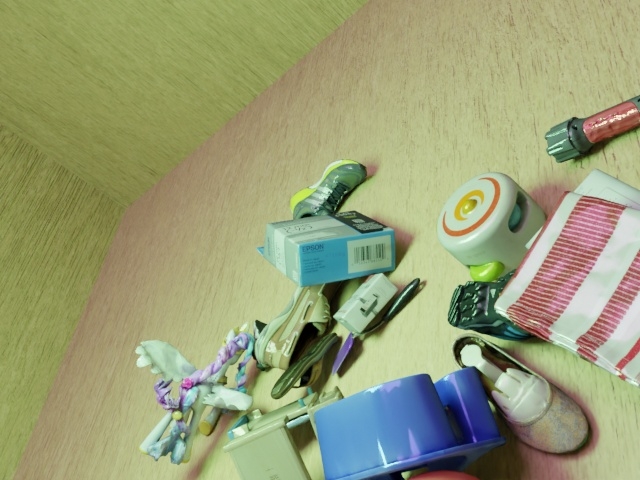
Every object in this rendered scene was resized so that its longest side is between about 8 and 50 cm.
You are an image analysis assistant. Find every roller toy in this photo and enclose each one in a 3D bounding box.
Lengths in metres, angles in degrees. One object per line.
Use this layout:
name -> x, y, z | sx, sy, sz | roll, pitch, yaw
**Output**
roller toy -> 0.336, -0.035, 1.515 | 0.191, 0.146, 0.209 | -45, 27, 14

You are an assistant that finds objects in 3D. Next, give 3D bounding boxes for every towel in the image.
towel -> 0.423, 0.063, 1.080 | 0.329, 0.037, 0.237 | 29, 85, 51

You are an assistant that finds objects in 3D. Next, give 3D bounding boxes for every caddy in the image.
caddy -> 0.141, 0.336, 1.249 | 0.341, 0.241, 0.179 | -36, 62, 46

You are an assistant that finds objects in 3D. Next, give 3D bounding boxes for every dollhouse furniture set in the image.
dollhouse furniture set -> -0.031, 0.442, 1.620 | 0.286, 0.198, 0.303 | -25, 0, 7

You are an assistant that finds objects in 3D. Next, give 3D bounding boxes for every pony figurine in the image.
pony figurine -> -0.309, 0.381, 1.891 | 0.363, 0.302, 0.351 | -60, -10, 11

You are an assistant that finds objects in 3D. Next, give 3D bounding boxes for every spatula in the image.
spatula -> 0.122, 0.189, 1.713 | 0.296, 0.030, 0.084 | -44, 11, 13

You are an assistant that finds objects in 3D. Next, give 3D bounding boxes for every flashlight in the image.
flashlight -> 0.570, -0.229, 1.429 | 0.304, 0.103, 0.103 | -23, 50, 45

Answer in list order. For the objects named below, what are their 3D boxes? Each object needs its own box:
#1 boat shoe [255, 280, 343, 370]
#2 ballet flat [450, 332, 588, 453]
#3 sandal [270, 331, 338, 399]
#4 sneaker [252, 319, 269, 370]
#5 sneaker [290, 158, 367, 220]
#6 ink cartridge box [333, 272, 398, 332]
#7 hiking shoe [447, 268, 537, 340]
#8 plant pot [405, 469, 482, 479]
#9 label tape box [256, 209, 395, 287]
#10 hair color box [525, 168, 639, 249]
boat shoe -> -0.025, 0.193, 1.881 | 0.116, 0.123, 0.324 | 26, 68, 29
ballet flat -> 0.310, 0.244, 1.260 | 0.107, 0.106, 0.316 | -51, 27, -2
sandal -> -0.026, 0.300, 1.762 | 0.219, 0.060, 0.090 | -41, 5, -35
sneaker -> -0.161, 0.281, 2.021 | 0.077, 0.072, 0.178 | -57, 19, 16
sneaker -> 0.027, -0.122, 2.189 | 0.300, 0.111, 0.121 | -39, 39, 36
ink cartridge box -> 0.102, 0.143, 1.721 | 0.135, 0.056, 0.099 | -47, 6, -12
hiking shoe -> 0.354, 0.113, 1.285 | 0.304, 0.132, 0.113 | -6, 68, 62
plant pot -> 0.182, 0.474, 1.043 | 0.275, 0.275, 0.243 | -44, 16, 17
label tape box -> 0.000, 0.000, 1.899 | 0.347, 0.249, 0.115 | -145, 49, -62
hair color box -> 0.507, 0.040, 1.188 | 0.185, 0.113, 0.374 | -50, 26, 8
